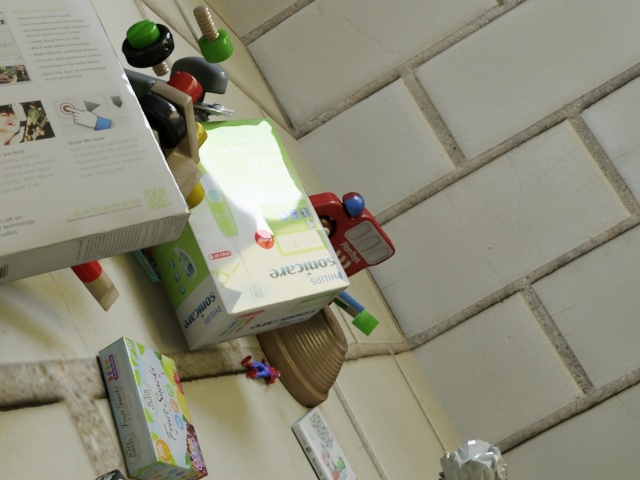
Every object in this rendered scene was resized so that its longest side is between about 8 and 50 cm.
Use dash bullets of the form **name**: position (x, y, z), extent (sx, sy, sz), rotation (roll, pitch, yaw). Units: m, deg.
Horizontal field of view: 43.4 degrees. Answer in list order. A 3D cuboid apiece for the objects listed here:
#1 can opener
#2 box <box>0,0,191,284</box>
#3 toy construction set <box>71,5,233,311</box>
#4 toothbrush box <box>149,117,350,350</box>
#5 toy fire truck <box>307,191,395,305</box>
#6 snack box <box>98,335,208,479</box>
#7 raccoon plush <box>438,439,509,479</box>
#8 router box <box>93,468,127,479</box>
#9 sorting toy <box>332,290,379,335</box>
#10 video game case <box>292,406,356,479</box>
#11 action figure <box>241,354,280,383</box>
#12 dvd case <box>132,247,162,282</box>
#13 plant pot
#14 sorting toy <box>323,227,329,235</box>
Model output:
- **can opener**: position (-0.238, -0.228, 1.164), extent (0.280, 0.093, 0.074), rotation (16, 9, 29)
- **box**: position (-0.279, -0.119, 0.679), extent (0.322, 0.232, 0.058), rotation (64, -34, 17)
- **toy construction set**: position (-0.217, -0.055, 0.883), extent (0.237, 0.258, 0.308), rotation (69, 21, -46)
- **toothbrush box**: position (-0.121, -0.018, 1.105), extent (0.206, 0.122, 0.283), rotation (-10, 68, -40)
- **toy fire truck**: position (0.000, 0.000, 1.700), extent (0.302, 0.254, 0.169), rotation (50, 13, -49)
- **snack box**: position (-0.173, 0.179, 0.832), extent (0.100, 0.037, 0.141), rotation (43, 19, -58)
- **raccoon plush**: position (0.169, 0.500, 0.965), extent (0.299, 0.216, 0.446), rotation (-110, -172, -50)
- **router box**: position (-0.158, 0.260, 0.647), extent (0.122, 0.038, 0.092), rotation (59, 8, -8)
- **sorting toy**: position (-0.032, 0.063, 1.388), extent (0.196, 0.047, 0.348), rotation (42, -5, -41)
- **video game case**: position (0.009, 0.357, 1.349), extent (0.143, 0.019, 0.157), rotation (61, 9, 7)
- **action figure**: position (-0.088, 0.206, 1.272), extent (0.038, 0.030, 0.115), rotation (58, 5, 23)
- **dvd case**: position (-0.238, 0.006, 1.120), extent (0.087, 0.013, 0.119), rotation (58, 10, -11)
- **plant pot**: position (-0.023, 0.176, 1.470), extent (0.237, 0.110, 0.237), rotation (59, 9, -15)
- **sorting toy**: position (-0.115, -0.049, 1.346), extent (0.208, 0.038, 0.193), rotation (19, 8, 37)
